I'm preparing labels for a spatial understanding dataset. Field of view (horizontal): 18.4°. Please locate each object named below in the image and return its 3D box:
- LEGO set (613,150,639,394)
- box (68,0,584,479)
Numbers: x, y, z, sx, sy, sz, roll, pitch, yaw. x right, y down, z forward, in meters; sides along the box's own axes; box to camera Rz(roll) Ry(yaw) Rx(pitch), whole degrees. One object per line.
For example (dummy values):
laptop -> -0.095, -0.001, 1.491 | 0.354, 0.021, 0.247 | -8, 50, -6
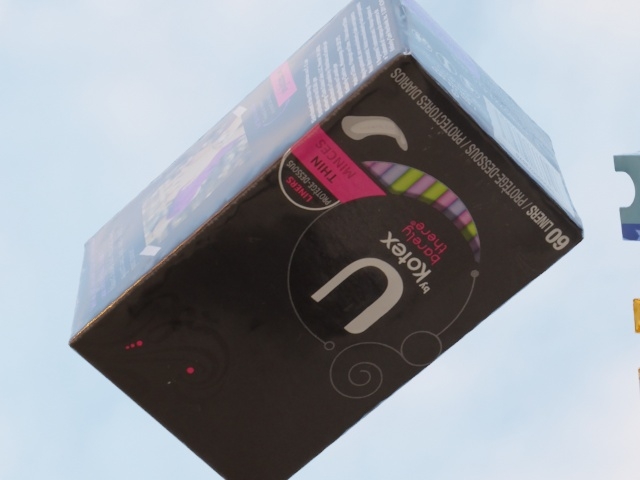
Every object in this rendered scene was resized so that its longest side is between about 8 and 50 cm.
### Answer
LEGO set -> 0.218, 0.023, 1.042 | 0.087, 0.093, 0.227 | -10, -84, -30
box -> 0.000, 0.000, 1.195 | 0.270, 0.143, 0.165 | -41, -69, 16
